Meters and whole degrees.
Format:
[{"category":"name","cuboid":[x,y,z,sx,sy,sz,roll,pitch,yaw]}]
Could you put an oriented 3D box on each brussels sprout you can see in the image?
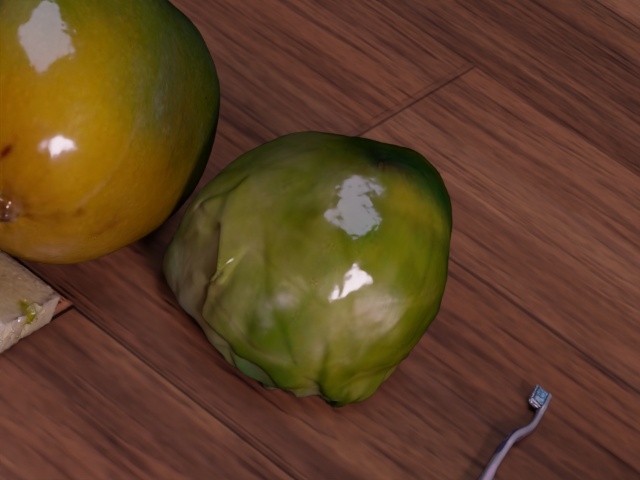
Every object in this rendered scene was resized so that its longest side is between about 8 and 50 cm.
[{"category":"brussels sprout","cuboid":[0.002,-0.001,0.831,0.149,0.122,0.151,13,36,-24]}]

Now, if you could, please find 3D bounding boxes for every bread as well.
[{"category":"bread","cuboid":[-0.204,0.003,0.771,0.154,0.028,0.068,37,32,13]}]

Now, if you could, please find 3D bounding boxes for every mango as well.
[{"category":"mango","cuboid":[-0.122,-0.069,0.815,0.114,0.156,0.251,-7,3,10]}]

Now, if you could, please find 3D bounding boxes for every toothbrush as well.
[{"category":"toothbrush","cuboid":[0.101,0.112,0.845,0.013,0.011,0.131,43,34,2]}]
